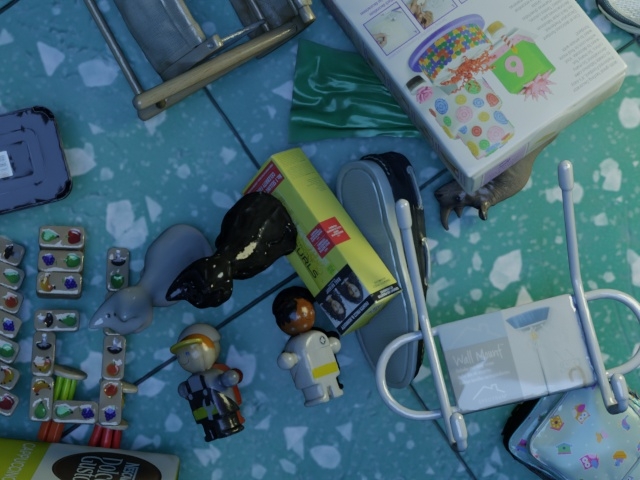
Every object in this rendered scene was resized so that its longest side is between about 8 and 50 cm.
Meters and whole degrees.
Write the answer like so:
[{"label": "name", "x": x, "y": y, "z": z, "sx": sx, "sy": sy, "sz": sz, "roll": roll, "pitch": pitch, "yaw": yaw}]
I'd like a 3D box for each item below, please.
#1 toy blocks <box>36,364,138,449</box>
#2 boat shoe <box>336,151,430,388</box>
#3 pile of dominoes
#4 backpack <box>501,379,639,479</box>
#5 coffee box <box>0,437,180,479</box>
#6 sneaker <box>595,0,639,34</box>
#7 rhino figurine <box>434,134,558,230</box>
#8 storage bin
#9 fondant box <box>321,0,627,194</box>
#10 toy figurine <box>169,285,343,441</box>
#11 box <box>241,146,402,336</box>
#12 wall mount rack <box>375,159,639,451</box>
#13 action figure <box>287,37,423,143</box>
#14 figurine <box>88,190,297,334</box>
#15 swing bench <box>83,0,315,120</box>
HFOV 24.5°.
[{"label": "toy blocks", "x": -0.314, "y": 0.248, "z": 1.921, "sx": 0.123, "sy": 0.054, "sz": 0.148, "roll": 15, "pitch": 93, "yaw": -2}, {"label": "boat shoe", "x": 0.099, "y": 0.037, "z": 1.887, "sx": 0.091, "sy": 0.114, "sz": 0.303, "roll": -20, "pitch": 110, "yaw": -43}, {"label": "pile of dominoes", "x": -0.346, "y": 0.107, "z": 1.880, "sx": 0.195, "sy": 0.040, "sz": 0.251, "roll": 2, "pitch": 75, "yaw": -6}, {"label": "backpack", "x": 0.350, "y": 0.256, "z": 1.883, "sx": 0.188, "sy": 0.144, "sz": 0.166, "roll": 37, "pitch": 87, "yaw": -5}, {"label": "coffee box", "x": -0.355, "y": 0.453, "z": 1.766, "sx": 0.334, "sy": 0.337, "sz": 0.338, "roll": 6, "pitch": 103, "yaw": -1}, {"label": "sneaker", "x": 0.491, "y": -0.308, "z": 1.860, "sx": 0.282, "sy": 0.122, "sz": 0.110, "roll": 8, "pitch": 93, "yaw": -1}, {"label": "rhino figurine", "x": 0.229, "y": -0.115, "z": 1.895, "sx": 0.106, "sy": 0.073, "sz": 0.243, "roll": 33, "pitch": 94, "yaw": 1}, {"label": "storage bin", "x": -0.413, "y": -0.093, "z": 1.873, "sx": 0.180, "sy": 0.084, "sz": 0.122, "roll": -15, "pitch": 93, "yaw": -8}, {"label": "fondant box", "x": 0.182, "y": -0.259, "z": 1.823, "sx": 0.238, "sy": 0.096, "sz": 0.330, "roll": -35, "pitch": 76, "yaw": -4}, {"label": "toy figurine", "x": -0.079, "y": 0.149, "z": 1.840, "sx": 0.213, "sy": 0.209, "sz": 0.148, "roll": -19, "pitch": 87, "yaw": 0}, {"label": "box", "x": 0.000, "y": 0.000, "z": 1.859, "sx": 0.232, "sy": 0.058, "sz": 0.087, "roll": 56, "pitch": 133, "yaw": 13}, {"label": "wall mount rack", "x": 0.228, "y": 0.084, "z": 1.779, "sx": 0.350, "sy": 0.130, "sz": 0.304, "roll": -13, "pitch": 79, "yaw": -3}, {"label": "action figure", "x": 0.080, "y": -0.178, "z": 1.894, "sx": 0.232, "sy": 0.063, "sz": 0.137, "roll": 7, "pitch": 91, "yaw": 3}, {"label": "figurine", "x": -0.163, "y": 0.041, "z": 1.803, "sx": 0.214, "sy": 0.209, "sz": 0.092, "roll": -20, "pitch": 105, "yaw": 33}, {"label": "swing bench", "x": -0.175, "y": -0.323, "z": 1.839, "sx": 0.254, "sy": 0.165, "sz": 0.253, "roll": -29, "pitch": 92, "yaw": -4}]
